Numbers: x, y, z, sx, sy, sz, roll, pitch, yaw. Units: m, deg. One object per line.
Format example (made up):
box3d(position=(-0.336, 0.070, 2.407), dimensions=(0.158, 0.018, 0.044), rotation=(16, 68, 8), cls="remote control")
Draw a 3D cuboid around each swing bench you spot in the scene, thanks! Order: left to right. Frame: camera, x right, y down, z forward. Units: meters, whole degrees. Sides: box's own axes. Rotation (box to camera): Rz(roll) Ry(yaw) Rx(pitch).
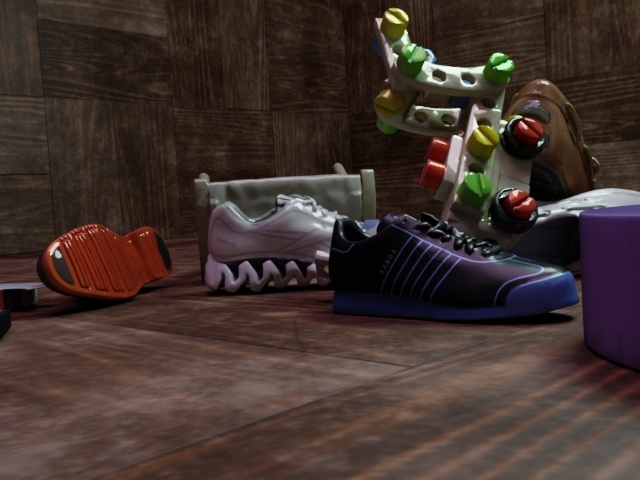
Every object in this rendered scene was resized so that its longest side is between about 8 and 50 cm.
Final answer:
box3d(position=(-0.063, -0.029, 1.123), dimensions=(0.253, 0.165, 0.254), rotation=(-4, 8, -8), cls="swing bench")

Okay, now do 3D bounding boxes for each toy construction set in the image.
box3d(position=(0.120, -0.084, 0.776), dimensions=(0.215, 0.328, 0.151), rotation=(19, -19, -2), cls="toy construction set")

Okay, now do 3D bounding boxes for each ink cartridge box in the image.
box3d(position=(-0.378, 0.068, 0.870), dimensions=(0.115, 0.029, 0.063), rotation=(-2, 3, 17), cls="ink cartridge box")

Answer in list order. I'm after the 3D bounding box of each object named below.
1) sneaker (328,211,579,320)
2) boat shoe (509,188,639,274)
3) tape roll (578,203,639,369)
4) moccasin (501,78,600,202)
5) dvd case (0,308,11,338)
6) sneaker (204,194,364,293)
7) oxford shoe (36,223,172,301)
box3d(position=(0.104, 0.019, 0.630), dimensions=(0.232, 0.090, 0.081), rotation=(-2, 3, 34), cls="sneaker")
box3d(position=(0.302, 0.001, 0.849), dimensions=(0.277, 0.098, 0.096), rotation=(-3, 25, -8), cls="boat shoe")
box3d(position=(0.302, 0.018, 0.435), dimensions=(0.274, 0.090, 0.275), rotation=(-3, 3, 0), cls="tape roll")
box3d(position=(0.318, -0.088, 1.007), dimensions=(0.139, 0.147, 0.380), rotation=(12, -17, 34), cls="moccasin")
box3d(position=(-0.396, 0.088, 0.582), dimensions=(0.253, 0.022, 0.180), rotation=(-4, 3, -16), cls="dvd case")
box3d(position=(0.000, 0.000, 0.895), dimensions=(0.292, 0.118, 0.110), rotation=(-2, 1, -3), cls="sneaker")
box3d(position=(-0.279, 0.041, 0.899), dimensions=(0.098, 0.097, 0.271), rotation=(-23, -5, 11), cls="oxford shoe")
